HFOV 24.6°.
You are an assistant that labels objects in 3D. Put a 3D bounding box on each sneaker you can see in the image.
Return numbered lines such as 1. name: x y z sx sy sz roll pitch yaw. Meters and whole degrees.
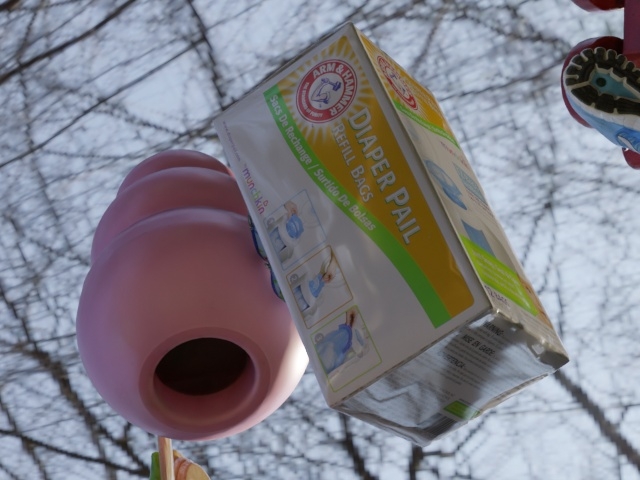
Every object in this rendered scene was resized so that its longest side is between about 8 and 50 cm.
1. sneaker: 0.262 -0.093 1.145 0.162 0.073 0.063 33 -98 8

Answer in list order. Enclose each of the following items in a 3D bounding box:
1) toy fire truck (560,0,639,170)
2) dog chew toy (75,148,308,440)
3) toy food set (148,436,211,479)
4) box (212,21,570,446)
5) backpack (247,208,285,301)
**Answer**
1. toy fire truck: 0.396 -0.222 1.523 0.254 0.169 0.302 -1 -89 -31
2. dog chew toy: -0.119 0.028 1.333 0.206 0.206 0.332 31 -158 -26
3. toy food set: -0.123 0.262 1.376 0.192 0.038 0.132 58 -162 -52
4. box: 0.037 -0.003 0.829 0.114 0.103 0.203 32 -151 -53
5. backpack: 0.000 0.000 1.175 0.105 0.084 0.114 -27 -53 -27
